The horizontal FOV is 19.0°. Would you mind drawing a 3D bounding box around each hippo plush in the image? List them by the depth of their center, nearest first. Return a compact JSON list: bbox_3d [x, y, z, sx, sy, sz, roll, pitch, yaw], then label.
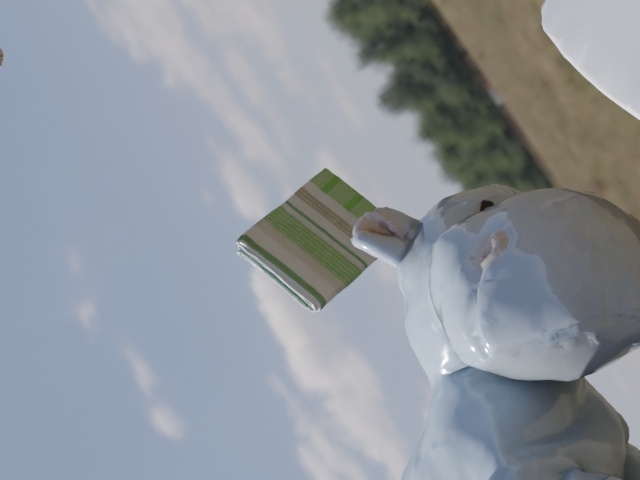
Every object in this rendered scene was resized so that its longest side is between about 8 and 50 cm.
[{"bbox_3d":[0.134,0.088,1.001,0.294,0.234,0.237,161,112,-77],"label":"hippo plush"}]

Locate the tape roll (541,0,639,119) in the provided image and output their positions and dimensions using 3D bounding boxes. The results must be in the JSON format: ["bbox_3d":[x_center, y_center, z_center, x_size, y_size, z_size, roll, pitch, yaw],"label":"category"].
[{"bbox_3d":[0.283,-0.122,1.172,0.286,0.100,0.286,21,-156,-10],"label":"tape roll"}]

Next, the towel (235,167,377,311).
[{"bbox_3d":[0.000,0.000,1.938,0.113,0.152,0.023,40,141,13],"label":"towel"}]

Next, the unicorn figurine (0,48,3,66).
[{"bbox_3d":[-0.306,-0.142,1.492,0.162,0.111,0.060,24,139,32],"label":"unicorn figurine"}]
